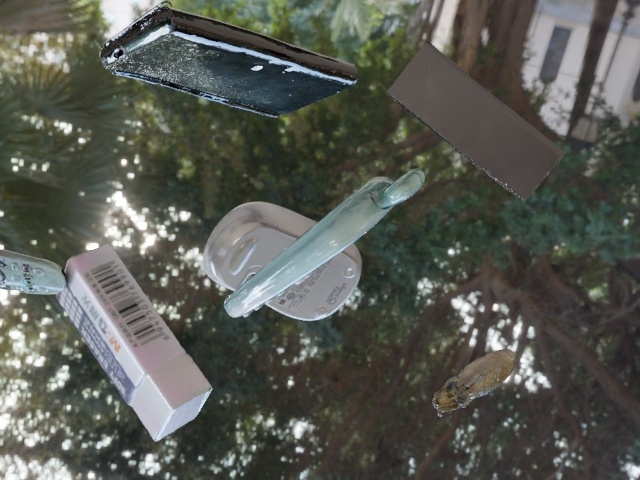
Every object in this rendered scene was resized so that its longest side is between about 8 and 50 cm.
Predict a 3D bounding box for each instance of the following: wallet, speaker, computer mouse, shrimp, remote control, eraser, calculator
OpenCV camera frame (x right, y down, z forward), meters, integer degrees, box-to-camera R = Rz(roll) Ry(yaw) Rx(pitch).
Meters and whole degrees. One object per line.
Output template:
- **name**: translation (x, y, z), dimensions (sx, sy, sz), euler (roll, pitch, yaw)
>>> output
- **wallet**: translation (-0.113, -0.225, 1.017), dimensions (0.172, 0.045, 0.318), euler (-15, 166, 43)
- **speaker**: translation (0.190, -0.146, 0.964), dimensions (0.218, 0.082, 0.044), euler (37, -172, -3)
- **computer mouse**: translation (-0.072, 0.032, 1.379), dimensions (0.297, 0.184, 0.121), euler (18, -160, -34)
- **shrimp**: translation (0.199, 0.204, 1.087), dimensions (0.223, 0.126, 0.047), euler (-12, -113, -54)
- **remote control**: translation (-0.507, 0.033, 1.173), dimensions (0.256, 0.097, 0.045), euler (14, -130, -4)
- **eraser**: translation (-0.290, 0.154, 1.200), dimensions (0.086, 0.130, 0.287), euler (-27, -109, -37)
- **calculator**: translation (0.000, 0.000, 0.892), dimensions (0.042, 0.295, 0.184), euler (53, -149, -3)
